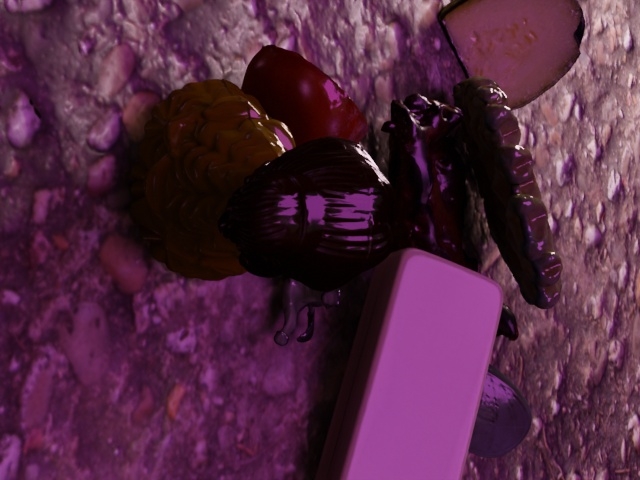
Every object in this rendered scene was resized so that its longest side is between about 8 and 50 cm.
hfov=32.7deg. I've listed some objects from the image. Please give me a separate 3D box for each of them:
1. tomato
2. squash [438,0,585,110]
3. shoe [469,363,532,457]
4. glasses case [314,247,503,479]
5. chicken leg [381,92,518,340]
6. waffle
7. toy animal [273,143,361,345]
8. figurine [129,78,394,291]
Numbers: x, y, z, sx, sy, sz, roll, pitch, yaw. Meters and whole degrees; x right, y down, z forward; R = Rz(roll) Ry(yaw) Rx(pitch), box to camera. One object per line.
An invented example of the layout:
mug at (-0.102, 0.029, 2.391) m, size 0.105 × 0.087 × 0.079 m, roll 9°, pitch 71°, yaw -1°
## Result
tomato at (-0.029, -0.126, 1.117) m, size 0.091 × 0.139 × 0.159 m, roll -53°, pitch 172°, yaw -9°
squash at (0.273, -0.296, 1.538) m, size 0.192 × 0.184 × 0.085 m, roll 59°, pitch 5°, yaw -30°
shoe at (0.144, 0.165, 1.320) m, size 0.251 × 0.100 × 0.103 m, roll 42°, pitch 81°, yaw -16°
glasses case at (0.094, 0.184, 1.196) m, size 0.144 × 0.076 × 0.336 m, roll 23°, pitch 72°, yaw -16°
chicken leg at (0.153, 0.001, 1.347) m, size 0.158 × 0.096 × 0.407 m, roll -51°, pitch 130°, yaw -30°
waffle at (0.232, -0.067, 1.371) m, size 0.309 × 0.056 × 0.292 m, roll -103°, pitch 174°, yaw -75°
toy animal at (-0.006, -0.002, 1.162) m, size 0.176 × 0.073 × 0.217 m, roll -57°, pitch 155°, yaw -84°
figurine at (-0.036, -0.033, 0.912) m, size 0.168 × 0.315 × 0.187 m, roll 28°, pitch 85°, yaw -28°
